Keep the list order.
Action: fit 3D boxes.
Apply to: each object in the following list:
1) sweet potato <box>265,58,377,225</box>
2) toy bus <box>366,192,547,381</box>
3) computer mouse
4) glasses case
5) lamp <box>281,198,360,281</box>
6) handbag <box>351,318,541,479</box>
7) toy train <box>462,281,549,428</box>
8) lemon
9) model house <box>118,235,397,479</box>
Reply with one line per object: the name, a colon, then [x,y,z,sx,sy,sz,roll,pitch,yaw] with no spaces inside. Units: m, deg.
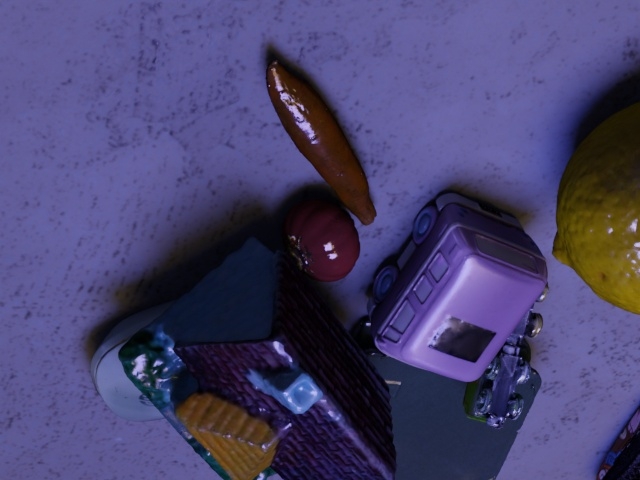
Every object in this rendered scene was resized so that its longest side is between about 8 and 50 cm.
sweet potato: [0.005,-0.102,1.637,0.057,0.057,0.264,-24,130,11]
toy bus: [0.155,0.065,1.748,0.142,0.142,0.202,20,118,-26]
computer mouse: [-0.134,0.142,1.804,0.289,0.097,0.159,-14,130,3]
glasses case: [0.488,0.266,2.037,0.122,0.082,0.321,12,127,-22]
lamp: [0.000,0.000,1.704,0.090,0.101,0.101,-34,140,-29]
handbag: [0.131,0.220,1.934,0.260,0.079,0.247,8,129,-16]
toy train: [0.224,0.127,1.811,0.060,0.202,0.081,17,171,-19]
lemon: [0.393,-0.039,1.645,0.267,0.267,0.267,-5,132,-6]
model house: [-0.041,0.186,1.660,0.230,0.249,0.280,-41,121,-4]
